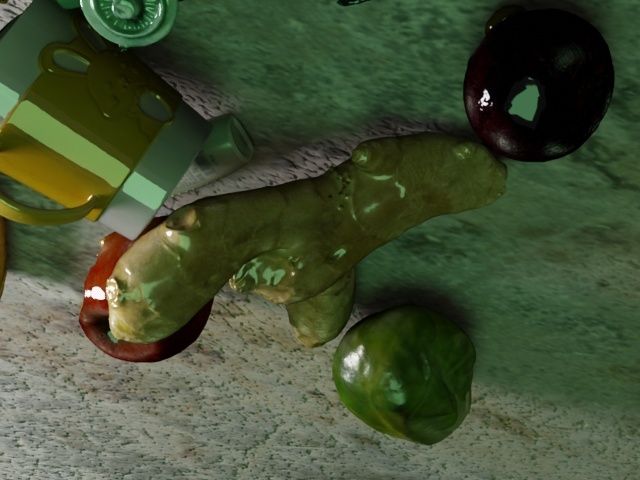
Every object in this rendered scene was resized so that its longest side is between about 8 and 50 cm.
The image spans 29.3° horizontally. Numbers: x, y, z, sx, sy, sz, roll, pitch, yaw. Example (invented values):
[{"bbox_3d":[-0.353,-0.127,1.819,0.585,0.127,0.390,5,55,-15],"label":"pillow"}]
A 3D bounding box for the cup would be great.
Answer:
[{"bbox_3d":[-0.247,-0.101,1.204,0.226,0.241,0.185,34,139,-11],"label":"cup"}]

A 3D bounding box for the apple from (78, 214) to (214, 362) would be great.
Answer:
[{"bbox_3d":[-0.189,0.049,1.391,0.147,0.158,0.156,-10,130,37],"label":"apple"}]

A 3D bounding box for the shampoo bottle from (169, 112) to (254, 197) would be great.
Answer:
[{"bbox_3d":[-0.178,-0.080,1.349,0.212,0.049,0.072,-15,128,21],"label":"shampoo bottle"}]

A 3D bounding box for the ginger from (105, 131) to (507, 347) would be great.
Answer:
[{"bbox_3d":[-0.016,-0.014,1.274,0.363,0.122,0.348,16,126,-43],"label":"ginger"}]

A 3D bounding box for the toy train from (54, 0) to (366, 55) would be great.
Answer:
[{"bbox_3d":[-0.087,-0.321,1.060,0.397,0.160,0.253,-10,120,18],"label":"toy train"}]

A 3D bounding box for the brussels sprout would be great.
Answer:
[{"bbox_3d":[0.099,0.157,1.444,0.161,0.144,0.181,-29,119,-14],"label":"brussels sprout"}]

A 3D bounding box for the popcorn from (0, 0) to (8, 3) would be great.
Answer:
[{"bbox_3d":[-0.371,-0.274,1.103,0.173,0.225,0.286,15,133,-6],"label":"popcorn"}]

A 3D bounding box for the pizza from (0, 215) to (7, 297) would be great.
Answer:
[{"bbox_3d":[-0.467,-0.061,1.404,0.182,0.074,0.365,-8,128,6],"label":"pizza"}]

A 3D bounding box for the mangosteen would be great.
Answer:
[{"bbox_3d":[0.200,-0.152,1.166,0.152,0.152,0.152,5,131,6],"label":"mangosteen"}]
